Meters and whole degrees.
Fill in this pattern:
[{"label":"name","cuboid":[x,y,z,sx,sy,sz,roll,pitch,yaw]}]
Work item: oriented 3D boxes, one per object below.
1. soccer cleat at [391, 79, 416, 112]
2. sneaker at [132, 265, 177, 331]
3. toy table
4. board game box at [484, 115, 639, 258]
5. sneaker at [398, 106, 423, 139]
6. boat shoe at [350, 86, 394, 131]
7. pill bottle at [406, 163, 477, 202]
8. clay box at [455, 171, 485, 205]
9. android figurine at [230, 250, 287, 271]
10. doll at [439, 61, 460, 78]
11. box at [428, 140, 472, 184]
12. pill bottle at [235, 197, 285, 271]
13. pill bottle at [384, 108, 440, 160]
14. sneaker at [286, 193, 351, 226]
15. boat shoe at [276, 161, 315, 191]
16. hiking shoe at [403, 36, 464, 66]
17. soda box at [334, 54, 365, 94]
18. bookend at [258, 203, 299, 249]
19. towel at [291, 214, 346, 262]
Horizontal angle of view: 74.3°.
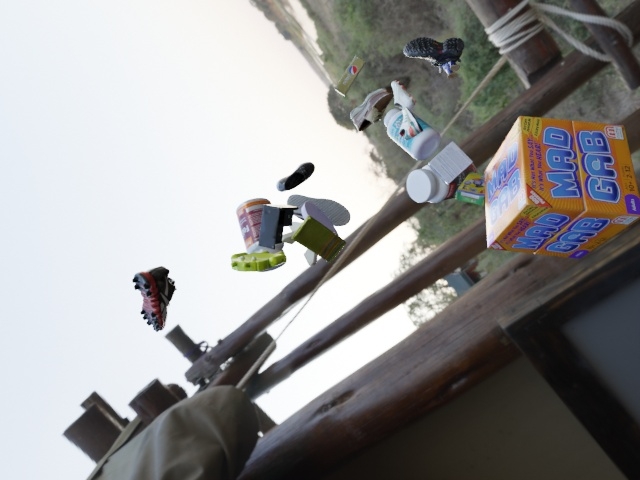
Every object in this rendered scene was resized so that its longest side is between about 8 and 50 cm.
[{"label":"soccer cleat","cuboid":[0.335,-0.612,1.790,0.068,0.076,0.196,28,-151,-42]},{"label":"sneaker","cuboid":[-0.566,0.202,1.488,0.097,0.276,0.135,23,-141,25]},{"label":"toy table","cuboid":[-0.042,-0.026,1.893,0.252,0.161,0.274,25,-150,-39]},{"label":"board game box","cuboid":[0.837,-0.179,1.529,0.356,0.356,0.357,89,-172,-66]},{"label":"sneaker","cuboid":[0.303,-0.411,1.493,0.057,0.075,0.161,38,-154,-36]},{"label":"boat shoe","cuboid":[0.273,-0.654,2.128,0.324,0.122,0.120,-26,78,62]},{"label":"pill bottle","cuboid":[0.652,-0.317,2.266,0.362,0.210,0.210,-15,-121,-31]},{"label":"clay box","cuboid":[0.722,-0.249,1.943,0.127,0.222,0.053,18,135,29]},{"label":"android figurine","cuboid":[-0.277,0.087,1.844,0.272,0.248,0.056,-15,-75,-60]},{"label":"doll","cuboid":[0.514,-0.743,1.731,0.129,0.046,0.189,92,170,-57]},{"label":"box","cuboid":[0.555,-0.329,1.811,0.126,0.137,0.072,49,-170,7]},{"label":"pill bottle","cuboid":[-0.339,-0.030,2.444,0.224,0.224,0.392,25,-139,-61]},{"label":"pill bottle","cuboid":[0.399,-0.484,1.885,0.264,0.146,0.146,51,-169,34]},{"label":"sneaker","cuboid":[-0.008,-0.146,2.082,0.321,0.126,0.127,18,169,1]},{"label":"boat shoe","cuboid":[-0.097,-0.286,1.895,0.076,0.228,0.080,11,128,51]},{"label":"hiking shoe","cuboid":[0.437,-0.720,1.646,0.114,0.226,0.086,64,-144,-65]},{"label":"soda box","cuboid":[0.142,-0.793,2.038,0.058,0.181,0.061,34,-166,-2]},{"label":"bookend","cuboid":[-0.158,-0.056,1.609,0.072,0.157,0.156,13,-171,22]},{"label":"towel","cuboid":[0.000,0.000,1.488,0.021,0.102,0.237,37,-177,41]}]
